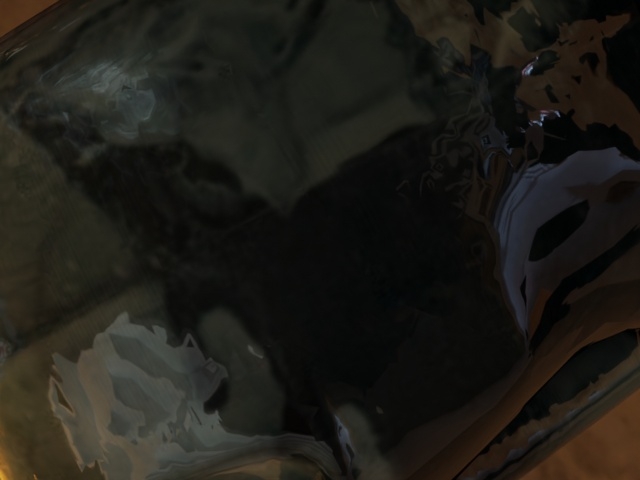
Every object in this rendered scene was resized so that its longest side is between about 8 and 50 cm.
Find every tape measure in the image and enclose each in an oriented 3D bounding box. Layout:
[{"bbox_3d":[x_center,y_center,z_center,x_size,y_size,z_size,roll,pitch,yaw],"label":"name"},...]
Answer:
[{"bbox_3d":[0.000,0.000,0.523,0.256,0.147,0.275,-28,180,-32],"label":"tape measure"}]
